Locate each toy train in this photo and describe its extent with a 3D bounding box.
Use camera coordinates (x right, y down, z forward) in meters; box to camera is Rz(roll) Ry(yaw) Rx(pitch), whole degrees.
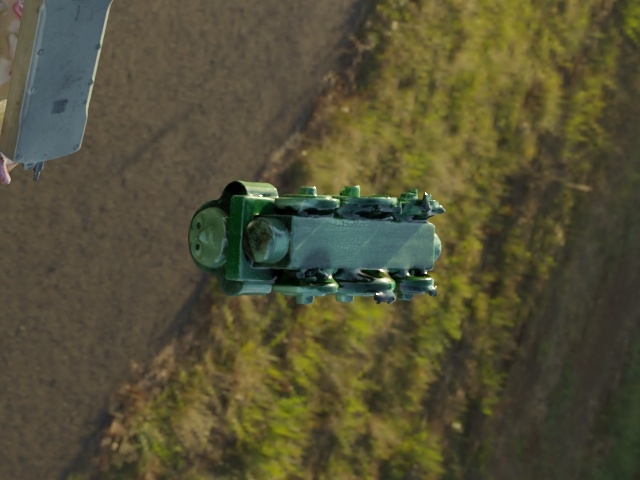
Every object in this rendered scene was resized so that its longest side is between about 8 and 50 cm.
[{"bbox_3d":[0.000,0.000,0.723,0.178,0.105,0.071,2,93,-53],"label":"toy train"}]

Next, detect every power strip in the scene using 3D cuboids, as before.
[{"bbox_3d":[-0.234,-0.154,1.054,0.080,0.029,0.227,-17,133,-49],"label":"power strip"}]

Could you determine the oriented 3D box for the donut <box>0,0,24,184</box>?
[{"bbox_3d":[-0.366,-0.198,1.057,0.382,0.142,0.382,-13,106,-54],"label":"donut"}]
